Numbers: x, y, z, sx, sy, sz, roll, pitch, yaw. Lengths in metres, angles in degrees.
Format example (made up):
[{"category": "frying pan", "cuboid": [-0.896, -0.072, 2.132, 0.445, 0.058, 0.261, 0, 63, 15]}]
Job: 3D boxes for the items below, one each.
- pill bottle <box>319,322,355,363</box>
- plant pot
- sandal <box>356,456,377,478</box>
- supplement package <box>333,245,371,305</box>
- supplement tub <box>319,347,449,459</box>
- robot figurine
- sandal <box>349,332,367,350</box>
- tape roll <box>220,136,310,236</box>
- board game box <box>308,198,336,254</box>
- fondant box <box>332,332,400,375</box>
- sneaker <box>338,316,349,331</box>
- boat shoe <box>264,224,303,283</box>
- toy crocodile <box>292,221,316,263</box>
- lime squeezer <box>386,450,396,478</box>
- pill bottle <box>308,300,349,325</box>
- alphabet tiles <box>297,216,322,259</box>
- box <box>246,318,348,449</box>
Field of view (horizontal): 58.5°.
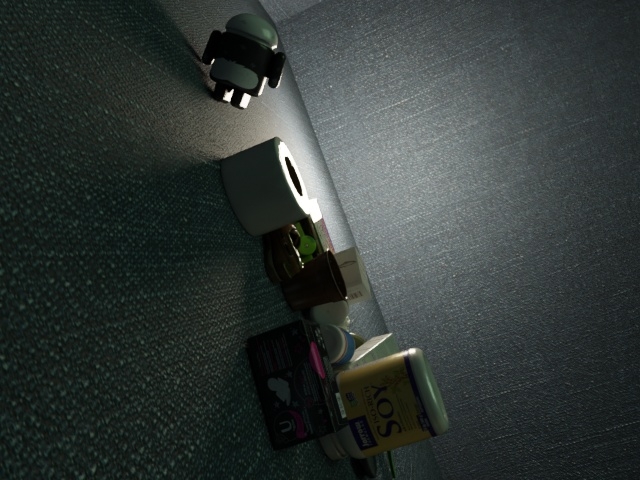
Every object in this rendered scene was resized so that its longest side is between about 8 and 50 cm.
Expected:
[{"category": "pill bottle", "cuboid": [0.041, 0.331, 1.793, 0.221, 0.124, 0.124, 42, 29, -68]}, {"category": "plant pot", "cuboid": [-0.023, 0.132, 1.737, 0.167, 0.165, 0.167, -21, 90, -81]}, {"category": "sandal", "cuboid": [0.147, 0.713, 1.827, 0.254, 0.054, 0.097, 70, 10, -65]}, {"category": "supplement package", "cuboid": [0.110, 0.131, 2.091, 0.105, 0.105, 0.179, 57, 17, -44]}, {"category": "supplement tub", "cuboid": [0.161, 0.457, 1.579, 0.241, 0.331, 0.241, -21, 90, -80]}, {"category": "robot figurine", "cuboid": [-0.237, -0.549, 1.753, 0.209, 0.278, 0.173, 14, 10, -33]}, {"category": "sandal", "cuboid": [0.145, 0.483, 2.092, 0.086, 0.120, 0.303, -8, 78, -66]}, {"category": "tape roll", "cuboid": [-0.151, -0.151, 1.618, 0.246, 0.169, 0.246, -22, 90, -80]}, {"category": "board game box", "cuboid": [0.000, 0.000, 2.179, 0.213, 0.046, 0.318, -37, 107, -77]}, {"category": "fondant box", "cuboid": [0.184, 0.489, 1.966, 0.330, 0.096, 0.239, -20, 89, -54]}, {"category": "sneaker", "cuboid": [0.065, 0.319, 2.036, 0.087, 0.092, 0.229, -26, 97, -82]}, {"category": "boat shoe", "cuboid": [-0.107, -0.001, 1.725, 0.111, 0.104, 0.307, 59, 14, -45]}, {"category": "toy crocodile", "cuboid": [-0.097, -0.034, 1.895, 0.115, 0.105, 0.341, 142, -74, -80]}, {"category": "lime squeezer", "cuboid": [0.233, 0.770, 2.188, 0.110, 0.058, 0.311, -55, 131, -41]}, {"category": "pill bottle", "cuboid": [0.016, 0.175, 1.925, 0.246, 0.130, 0.131, -103, 169, -64]}, {"category": "alphabet tiles", "cuboid": [-0.062, -0.062, 2.016, 0.342, 0.011, 0.285, -140, -149, -72]}, {"category": "box", "cuboid": [-0.050, 0.319, 1.285, 0.163, 0.142, 0.248, 41, 31, -72]}]
